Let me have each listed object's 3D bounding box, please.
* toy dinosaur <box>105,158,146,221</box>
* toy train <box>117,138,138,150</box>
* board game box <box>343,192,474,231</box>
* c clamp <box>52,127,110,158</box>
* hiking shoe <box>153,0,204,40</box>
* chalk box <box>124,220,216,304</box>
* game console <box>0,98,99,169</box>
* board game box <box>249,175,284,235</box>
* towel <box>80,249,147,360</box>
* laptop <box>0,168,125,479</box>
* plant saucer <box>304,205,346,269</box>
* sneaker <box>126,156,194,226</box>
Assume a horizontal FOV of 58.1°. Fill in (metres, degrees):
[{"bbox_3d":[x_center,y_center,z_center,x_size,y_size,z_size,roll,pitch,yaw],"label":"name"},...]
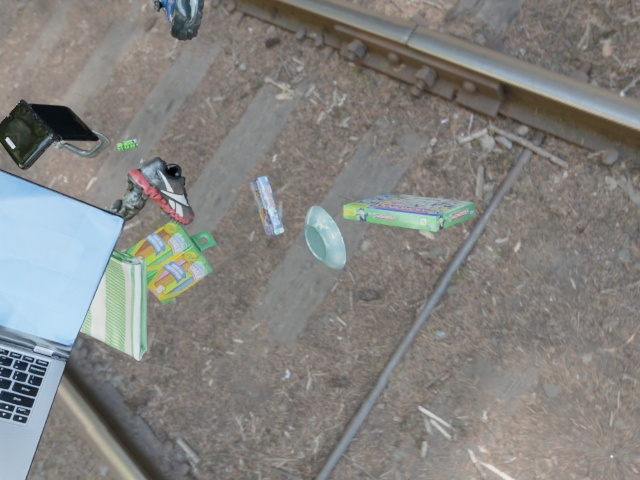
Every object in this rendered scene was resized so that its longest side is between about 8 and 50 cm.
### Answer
[{"bbox_3d":[-0.609,-0.119,1.848,0.121,0.160,0.313,29,75,-3],"label":"toy dinosaur"},{"bbox_3d":[-0.516,-0.257,1.544,0.083,0.017,0.023,-4,98,37],"label":"toy train"},{"bbox_3d":[0.256,-0.088,1.689,0.318,0.214,0.046,11,110,40],"label":"board game box"},{"bbox_3d":[-0.599,-0.245,1.415,0.161,0.137,0.022,-16,53,38],"label":"c clamp"},{"bbox_3d":[-0.258,-0.416,0.807,0.132,0.113,0.303,-19,87,-22],"label":"hiking shoe"},{"bbox_3d":[-0.527,0.058,2.120,0.289,0.179,0.180,-37,52,-10],"label":"chalk box"},{"bbox_3d":[-0.430,-0.163,0.902,0.107,0.071,0.122,-49,59,-2],"label":"game console"},{"bbox_3d":[-0.186,-0.117,1.990,0.035,0.136,0.201,-19,96,-18],"label":"board game box"},{"bbox_3d":[-0.514,0.114,1.296,0.325,0.038,0.247,15,112,27],"label":"towel"},{"bbox_3d":[-0.541,0.087,0.837,0.236,0.382,0.407,-58,23,24],"label":"laptop"},{"bbox_3d":[0.000,0.000,1.601,0.038,0.194,0.195,-25,55,-24],"label":"plant saucer"},{"bbox_3d":[-0.432,-0.144,1.678,0.135,0.276,0.098,-45,54,-5],"label":"sneaker"}]
